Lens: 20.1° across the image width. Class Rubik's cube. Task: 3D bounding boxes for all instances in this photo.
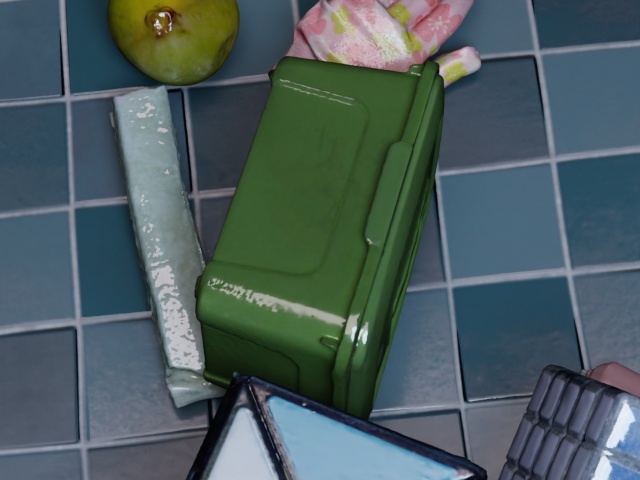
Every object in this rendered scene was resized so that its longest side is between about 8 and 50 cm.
[{"bbox_3d":[0.267,0.253,1.452,0.237,0.238,0.237,25,88,-7],"label":"Rubik's cube"},{"bbox_3d":[-0.004,0.297,1.613,0.250,0.248,0.246,21,71,9],"label":"Rubik's cube"}]

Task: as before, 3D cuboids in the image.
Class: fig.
[{"bbox_3d":[-0.152,-0.228,1.875,0.136,0.121,0.153,-17,47,0],"label":"fig"}]

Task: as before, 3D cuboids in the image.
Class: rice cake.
[{"bbox_3d":[-0.153,0.003,1.818,0.066,0.063,0.336,-11,70,-7],"label":"rice cake"}]

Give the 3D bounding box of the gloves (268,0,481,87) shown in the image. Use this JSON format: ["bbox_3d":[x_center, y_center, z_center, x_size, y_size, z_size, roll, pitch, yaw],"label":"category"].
[{"bbox_3d":[0.070,-0.209,1.861,0.241,0.126,0.145,-41,69,-4],"label":"gloves"}]

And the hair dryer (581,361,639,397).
[{"bbox_3d":[0.412,0.189,1.715,0.352,0.125,0.210,28,73,18],"label":"hair dryer"}]

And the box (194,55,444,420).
[{"bbox_3d":[0.000,0.000,1.696,0.177,0.253,0.329,14,63,4],"label":"box"}]
